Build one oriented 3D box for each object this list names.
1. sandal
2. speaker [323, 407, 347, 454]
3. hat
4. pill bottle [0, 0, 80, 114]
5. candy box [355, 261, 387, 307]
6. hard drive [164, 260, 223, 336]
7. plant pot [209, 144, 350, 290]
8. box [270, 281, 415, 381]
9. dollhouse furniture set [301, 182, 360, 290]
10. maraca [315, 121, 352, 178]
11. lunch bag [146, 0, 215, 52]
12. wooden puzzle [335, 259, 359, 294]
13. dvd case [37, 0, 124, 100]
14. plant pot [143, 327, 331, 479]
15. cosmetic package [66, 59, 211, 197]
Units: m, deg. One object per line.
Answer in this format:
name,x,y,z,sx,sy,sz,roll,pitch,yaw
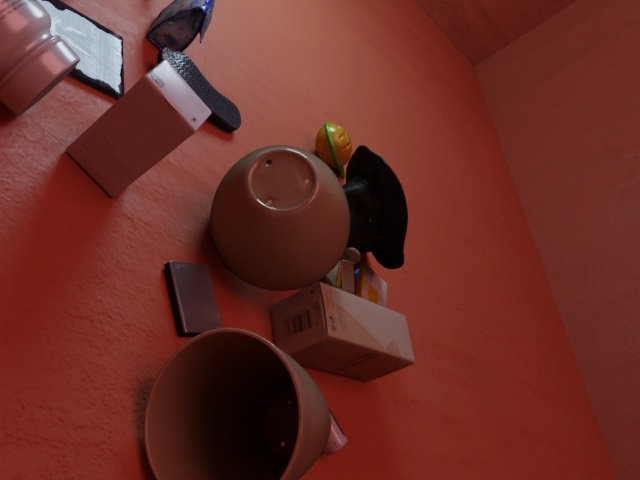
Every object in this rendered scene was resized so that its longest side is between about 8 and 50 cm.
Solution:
sandal,-0.274,-0.319,1.422,0.254,0.054,0.097,42,41,-45
speaker,-0.004,0.344,1.249,0.136,0.055,0.055,60,30,-1
hat,0.091,-0.067,1.616,0.133,0.331,0.332,-18,77,-18
pill bottle,-0.513,-0.338,0.958,0.283,0.160,0.160,48,32,-20
candy box,0.128,0.159,1.632,0.105,0.027,0.206,45,34,-29
hard drive,-0.227,0.105,1.149,0.094,0.022,0.135,11,56,-53
plant pot,-0.074,-0.070,1.215,0.191,0.283,0.284,101,-25,-66
box,0.053,0.203,1.368,0.311,0.148,0.121,24,46,-44
dollhouse furniture set,0.000,0.000,1.441,0.242,0.161,0.212,56,30,-8
maraca,0.042,-0.251,1.789,0.186,0.099,0.127,63,18,-56
lunch bag,-0.294,-0.494,1.429,0.096,0.151,0.129,41,34,-29
wooden puzzle,0.058,0.082,1.425,0.116,0.014,0.079,31,61,-61
dvd case,-0.466,-0.372,1.200,0.221,0.018,0.165,23,47,-47
plant pot,-0.092,0.286,1.017,0.274,0.256,0.257,36,34,-63
cosmetic package,-0.303,-0.181,1.069,0.117,0.231,0.085,49,32,-20
